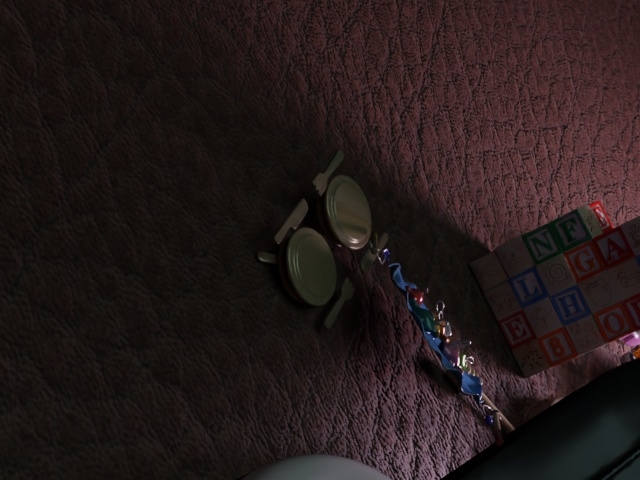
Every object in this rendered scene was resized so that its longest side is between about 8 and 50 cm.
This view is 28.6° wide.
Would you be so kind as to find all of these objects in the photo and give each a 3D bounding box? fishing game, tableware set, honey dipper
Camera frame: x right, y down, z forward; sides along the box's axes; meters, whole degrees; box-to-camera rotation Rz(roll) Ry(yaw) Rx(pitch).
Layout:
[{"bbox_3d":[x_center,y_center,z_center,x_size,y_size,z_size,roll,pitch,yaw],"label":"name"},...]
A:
[{"bbox_3d":[0.136,0.099,1.390,0.264,0.041,0.189,56,7,-1],"label":"fishing game"},{"bbox_3d":[0.000,0.000,1.388,0.128,0.039,0.194,60,37,-21],"label":"tableware set"},{"bbox_3d":[0.209,0.206,1.514,0.160,0.030,0.030,49,35,-21],"label":"honey dipper"}]

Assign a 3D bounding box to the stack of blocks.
[{"bbox_3d":[0.360,0.038,1.594,0.087,0.297,0.171,-16,80,-56],"label":"stack of blocks"}]

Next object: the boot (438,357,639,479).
[{"bbox_3d":[0.380,0.307,1.346,0.445,0.146,0.367,-29,70,-24],"label":"boot"}]

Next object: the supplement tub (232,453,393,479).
[{"bbox_3d":[-0.080,0.294,0.788,0.241,0.331,0.241,32,42,-35],"label":"supplement tub"}]

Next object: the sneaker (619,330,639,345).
[{"bbox_3d":[0.424,0.069,1.854,0.236,0.095,0.104,32,35,-42],"label":"sneaker"}]

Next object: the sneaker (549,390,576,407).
[{"bbox_3d":[0.330,0.267,1.567,0.090,0.095,0.235,47,37,-22],"label":"sneaker"}]

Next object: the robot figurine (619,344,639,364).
[{"bbox_3d":[0.508,0.281,1.768,0.211,0.085,0.291,12,45,-53],"label":"robot figurine"}]
